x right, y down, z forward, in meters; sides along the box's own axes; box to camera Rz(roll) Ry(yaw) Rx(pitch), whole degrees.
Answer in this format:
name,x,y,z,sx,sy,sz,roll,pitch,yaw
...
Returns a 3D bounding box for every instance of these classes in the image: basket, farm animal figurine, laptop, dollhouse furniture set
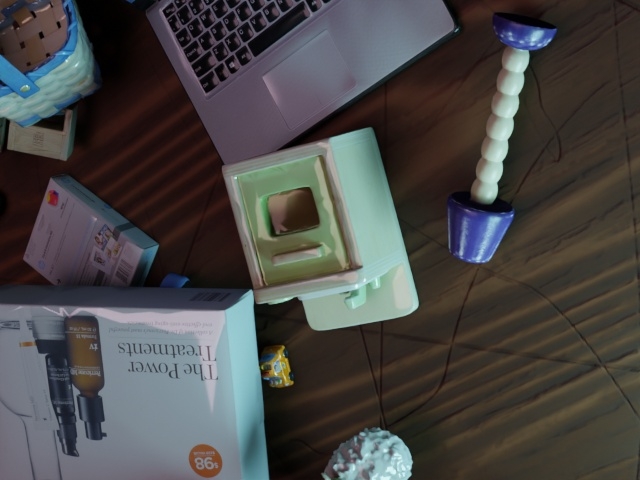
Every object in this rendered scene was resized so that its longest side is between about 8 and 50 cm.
name,x,y,z,sx,sy,sz,roll,pitch,yaw
basket,-0.408,-0.283,1.608,0.201,0.289,0.254,-25,62,3
farm animal figurine,0.011,0.428,1.509,0.327,0.172,0.330,-27,89,3
laptop,-0.127,-0.312,1.481,0.382,0.236,0.408,-31,84,35
dollhouse furniture set,-0.431,-0.157,1.809,0.184,0.129,0.129,11,111,-1

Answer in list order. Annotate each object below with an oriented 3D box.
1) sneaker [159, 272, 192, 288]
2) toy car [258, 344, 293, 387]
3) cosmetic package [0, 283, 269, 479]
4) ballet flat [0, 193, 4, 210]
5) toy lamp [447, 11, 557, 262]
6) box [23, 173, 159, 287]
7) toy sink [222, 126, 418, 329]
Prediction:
name,x,y,z,sx,sy,sz,roll,pitch,yaw
sneaker,-0.177,0.159,1.734,0.090,0.081,0.232,10,107,16
toy car,-0.094,0.161,1.695,0.122,0.040,0.060,10,107,30
cosmetic package,-0.262,0.207,1.683,0.377,0.097,0.284,0,106,21
ballet flat,-0.538,-0.026,1.932,0.173,0.049,0.057,-36,80,34
toy lamp,0.195,-0.108,1.420,0.080,0.080,0.274,23,112,27
box,-0.325,0.017,1.812,0.186,0.038,0.145,35,118,20
toy sink,0.000,0.000,1.528,0.153,0.131,0.234,-11,96,28
